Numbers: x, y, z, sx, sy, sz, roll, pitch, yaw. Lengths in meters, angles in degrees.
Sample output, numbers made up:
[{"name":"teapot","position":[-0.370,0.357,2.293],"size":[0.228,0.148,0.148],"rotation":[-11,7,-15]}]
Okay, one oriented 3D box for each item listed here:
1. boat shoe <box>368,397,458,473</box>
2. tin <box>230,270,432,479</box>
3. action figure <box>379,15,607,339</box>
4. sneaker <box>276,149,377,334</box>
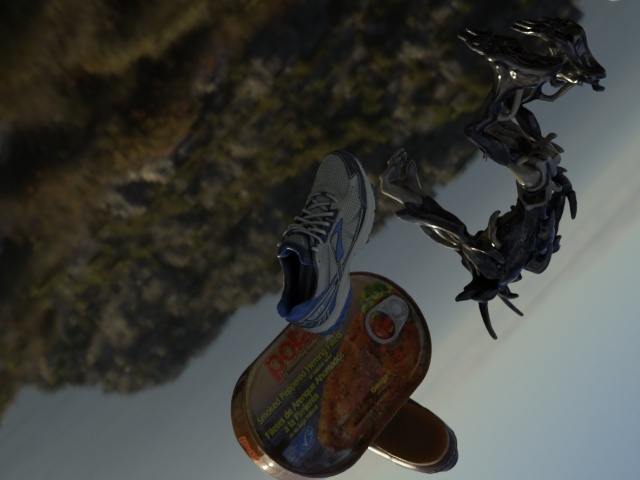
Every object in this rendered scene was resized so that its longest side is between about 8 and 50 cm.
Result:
[{"name":"boat shoe","position":[0.043,0.166,1.392],"size":[0.073,0.207,0.073],"rotation":[-55,155,-4]},{"name":"tin","position":[0.008,0.102,1.069],"size":[0.190,0.106,0.040],"rotation":[-45,-173,-36]},{"name":"action figure","position":[0.148,-0.057,1.208],"size":[0.164,0.141,0.275],"rotation":[-26,137,-41]},{"name":"sneaker","position":[0.000,0.000,1.018],"size":[0.058,0.052,0.135],"rotation":[11,88,-49]}]
